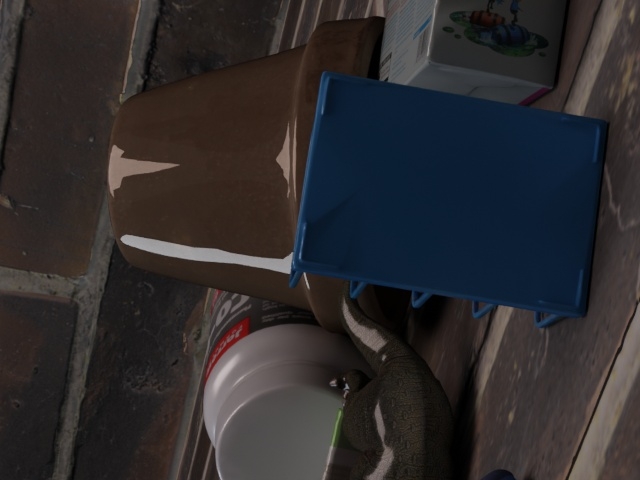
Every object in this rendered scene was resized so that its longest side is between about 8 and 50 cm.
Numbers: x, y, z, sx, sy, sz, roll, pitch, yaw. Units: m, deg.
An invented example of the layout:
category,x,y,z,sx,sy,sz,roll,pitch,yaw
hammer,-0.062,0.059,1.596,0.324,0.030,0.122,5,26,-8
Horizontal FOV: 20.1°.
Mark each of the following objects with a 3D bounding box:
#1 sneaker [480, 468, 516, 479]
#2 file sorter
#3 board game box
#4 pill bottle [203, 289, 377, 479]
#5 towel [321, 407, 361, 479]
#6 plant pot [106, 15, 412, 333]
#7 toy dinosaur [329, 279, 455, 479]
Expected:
category,x,y,z,sx,sy,sz,roll,pitch,yaw
sneaker,0.093,0.208,1.081,0.144,0.059,0.053,-66,-27,-10
file sorter,0.070,-0.017,1.087,0.104,0.170,0.118,120,159,-76
board game box,0.120,-0.246,1.314,0.224,0.097,0.303,152,127,-79
pill bottle,-0.022,0.121,1.604,0.283,0.161,0.161,-92,14,-67
towel,0.032,0.213,1.435,0.113,0.023,0.152,18,-98,-60
plant pot,-0.050,-0.051,1.505,0.263,0.229,0.263,0,-90,-78
toy dinosaur,0.055,0.162,1.299,0.160,0.121,0.313,155,130,-67
